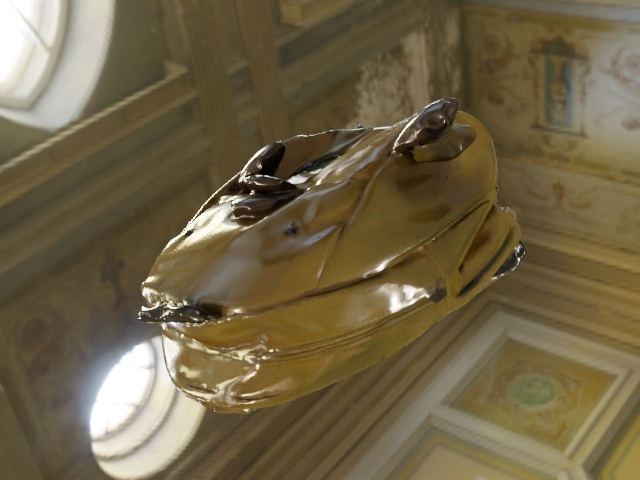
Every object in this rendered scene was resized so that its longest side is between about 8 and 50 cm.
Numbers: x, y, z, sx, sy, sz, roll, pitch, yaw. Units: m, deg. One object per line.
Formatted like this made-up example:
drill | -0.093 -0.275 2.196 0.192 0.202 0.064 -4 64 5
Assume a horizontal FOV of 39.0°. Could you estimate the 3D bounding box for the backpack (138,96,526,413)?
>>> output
backpack | 0.004 0.005 0.881 0.354 0.201 0.378 -6 -152 46
